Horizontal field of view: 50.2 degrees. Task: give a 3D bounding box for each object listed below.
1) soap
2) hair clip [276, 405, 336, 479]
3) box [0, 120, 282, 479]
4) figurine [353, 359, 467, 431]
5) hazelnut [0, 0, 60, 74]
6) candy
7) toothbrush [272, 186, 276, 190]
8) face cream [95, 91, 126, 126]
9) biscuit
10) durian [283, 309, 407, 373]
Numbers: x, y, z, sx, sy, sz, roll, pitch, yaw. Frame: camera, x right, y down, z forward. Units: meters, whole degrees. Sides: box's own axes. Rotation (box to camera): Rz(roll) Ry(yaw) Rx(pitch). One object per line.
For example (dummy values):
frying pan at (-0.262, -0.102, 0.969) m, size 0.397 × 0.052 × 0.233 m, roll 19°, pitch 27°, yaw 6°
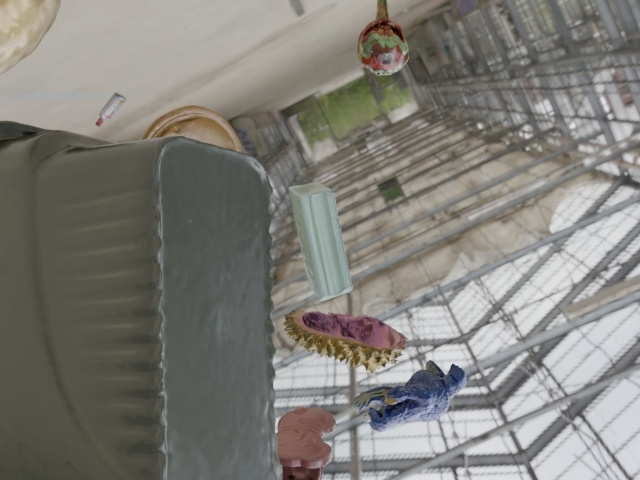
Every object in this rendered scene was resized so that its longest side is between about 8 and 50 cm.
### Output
soap at (0.000, 0.000, 1.237) m, size 0.067 × 0.197 × 0.119 m, roll -14°, pitch -165°, yaw -8°
hair clip at (-0.032, 0.302, 1.042) m, size 0.123 × 0.102 × 0.138 m, roll 2°, pitch -130°, yaw 14°
box at (-0.123, 0.055, 0.420) m, size 0.178 × 0.273 × 0.138 m, roll -6°, pitch 174°, yaw 33°
figurine at (0.208, 0.365, 1.542) m, size 0.262 × 0.120 × 0.164 m, roll -21°, pitch 179°, yaw -18°
hazelnut at (-0.469, -0.340, 0.882) m, size 0.261 × 0.261 × 0.241 m, roll -28°, pitch 146°, yaw -5°
candy at (0.098, -0.406, 1.100) m, size 0.078 × 0.287 × 0.084 m, roll -3°, pitch 175°, yaw 23°
toothbrush at (-0.173, -0.152, 1.732) m, size 0.011 × 0.132 × 0.013 m, roll -88°, pitch -161°, yaw -78°
face cream at (-0.449, -0.277, 1.454) m, size 0.083 × 0.021 × 0.040 m, roll -50°, pitch 173°, yaw 6°
biscuit at (-0.243, -0.094, 1.204) m, size 0.044 × 0.202 × 0.288 m, roll 29°, pitch -81°, yaw 51°
durian at (0.068, 0.263, 1.702) m, size 0.342 × 0.112 × 0.191 m, roll 10°, pitch -157°, yaw -26°
